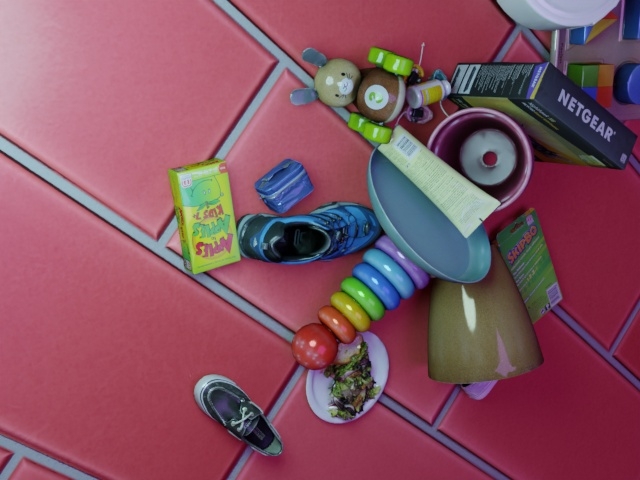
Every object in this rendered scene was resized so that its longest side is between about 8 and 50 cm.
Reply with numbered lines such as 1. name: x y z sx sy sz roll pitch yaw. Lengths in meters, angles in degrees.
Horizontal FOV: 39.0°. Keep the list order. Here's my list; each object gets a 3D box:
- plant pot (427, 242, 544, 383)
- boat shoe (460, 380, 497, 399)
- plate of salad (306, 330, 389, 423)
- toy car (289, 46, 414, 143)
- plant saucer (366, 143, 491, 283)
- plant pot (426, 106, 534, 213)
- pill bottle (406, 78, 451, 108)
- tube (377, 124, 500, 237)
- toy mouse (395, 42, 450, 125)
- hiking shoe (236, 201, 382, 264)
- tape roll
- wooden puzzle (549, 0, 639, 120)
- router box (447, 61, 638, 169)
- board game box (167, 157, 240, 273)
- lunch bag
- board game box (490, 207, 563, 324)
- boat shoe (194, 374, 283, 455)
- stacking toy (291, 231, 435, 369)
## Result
1. plant pot: 0.317 0.139 1.847 0.237 0.237 0.254 -13 96 -30
2. boat shoe: 0.374 0.264 2.002 0.063 0.066 0.184 39 90 -35
3. plate of salad: 0.061 0.275 1.806 0.200 0.048 0.199 -9 107 -32
4. toy car: 0.045 -0.275 1.605 0.188 0.149 0.155 10 106 -23
5. plant saucer: 0.198 -0.047 1.705 0.318 0.317 0.044 21 133 -35
6. plant pot: 0.317 -0.158 1.758 0.180 0.201 0.201 -24 123 -71
7. pill bottle: 0.206 -0.281 1.715 0.083 0.043 0.043 -20 113 -26
8. tube: 0.213 -0.114 1.673 0.240 0.070 0.062 41 60 -2
9. toy mouse: 0.202 -0.279 1.761 0.143 0.031 0.161 30 86 -34
10. hiking shoe: 0.000 0.000 1.642 0.304 0.132 0.113 -10 108 -31
11. tape roll: 0.473 -0.558 1.782 0.286 0.100 0.286 -2 97 -20
12. wooden puzzle: 0.640 -0.417 1.978 0.348 0.080 0.322 -9 107 -31
13. router box: 0.436 -0.246 1.791 0.309 0.243 0.081 27 83 -34
14. board game box: -0.199 -0.042 1.557 0.092 0.043 0.181 -17 111 -29
15. lunch bag: -0.070 -0.099 1.611 0.098 0.067 0.065 -39 120 -17
16. board game box: 0.460 0.060 2.015 0.124 0.039 0.259 -36 122 -21
17. boat shoe: -0.144 0.325 1.672 0.077 0.070 0.219 -51 123 -12
18. stacking toy: 0.079 0.121 1.733 0.330 0.141 0.141 -46 122 -10
